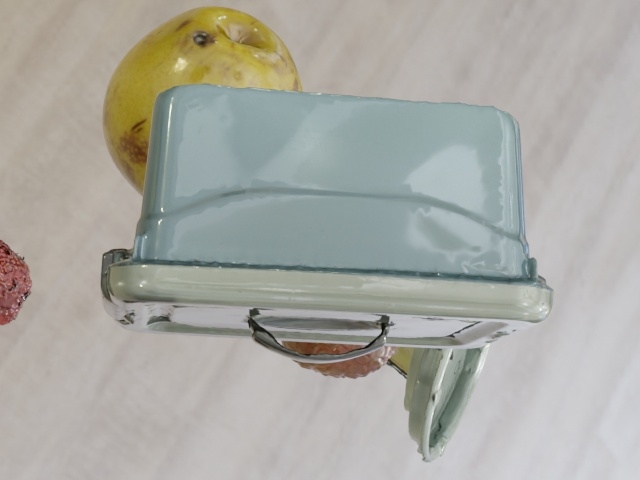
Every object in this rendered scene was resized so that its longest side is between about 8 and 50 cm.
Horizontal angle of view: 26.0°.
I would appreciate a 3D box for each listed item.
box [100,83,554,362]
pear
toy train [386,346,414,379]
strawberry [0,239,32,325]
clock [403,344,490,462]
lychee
[{"bbox_3d":[0.000,0.000,0.734,0.227,0.162,0.130,2,80,-7],"label":"box"},{"bbox_3d":[-0.148,-0.163,1.822,0.281,0.281,0.280,-9,102,-46],"label":"pear"},{"bbox_3d":[0.128,0.101,2.131,0.134,0.177,0.261,-42,155,-22],"label":"toy train"},{"bbox_3d":[-0.337,0.037,1.413,0.083,0.083,0.096,-52,120,-29],"label":"strawberry"},{"bbox_3d":[0.137,0.121,1.490,0.236,0.053,0.236,20,90,-74],"label":"clock"},{"bbox_3d":[0.012,0.057,1.226,0.101,0.140,0.114,-1,136,-33],"label":"lychee"}]
